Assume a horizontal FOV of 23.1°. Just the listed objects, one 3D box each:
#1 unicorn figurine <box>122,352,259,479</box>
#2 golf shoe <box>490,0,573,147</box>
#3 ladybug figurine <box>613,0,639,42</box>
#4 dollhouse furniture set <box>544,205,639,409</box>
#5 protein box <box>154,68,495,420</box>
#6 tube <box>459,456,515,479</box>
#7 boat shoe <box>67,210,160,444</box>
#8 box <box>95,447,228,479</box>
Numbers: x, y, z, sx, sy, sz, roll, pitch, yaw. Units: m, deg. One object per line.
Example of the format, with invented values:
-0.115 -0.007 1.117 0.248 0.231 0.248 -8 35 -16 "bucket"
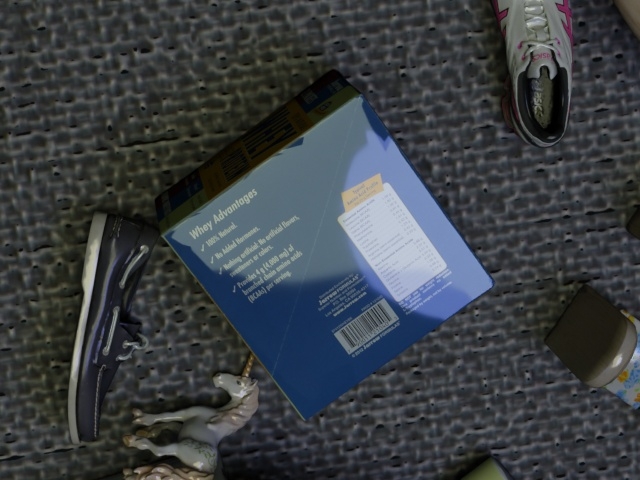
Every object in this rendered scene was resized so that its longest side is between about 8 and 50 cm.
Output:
-0.112 0.166 1.370 0.111 0.162 0.060 -1 134 4 "unicorn figurine"
0.188 -0.172 1.334 0.068 0.086 0.186 -10 104 -4 "golf shoe"
0.384 -0.253 1.302 0.305 0.162 0.449 -44 106 4 "ladybug figurine"
0.376 0.207 1.367 0.362 0.256 0.394 33 97 -15 "dollhouse furniture set"
0.000 0.000 1.321 0.200 0.136 0.201 -36 106 2 "protein box"
0.086 0.297 1.452 0.240 0.062 0.070 -38 70 7 "tube"
-0.179 0.079 1.347 0.065 0.075 0.206 7 98 -7 "boat shoe"
-0.148 0.303 1.384 0.182 0.119 0.181 -16 106 -4 "box"
